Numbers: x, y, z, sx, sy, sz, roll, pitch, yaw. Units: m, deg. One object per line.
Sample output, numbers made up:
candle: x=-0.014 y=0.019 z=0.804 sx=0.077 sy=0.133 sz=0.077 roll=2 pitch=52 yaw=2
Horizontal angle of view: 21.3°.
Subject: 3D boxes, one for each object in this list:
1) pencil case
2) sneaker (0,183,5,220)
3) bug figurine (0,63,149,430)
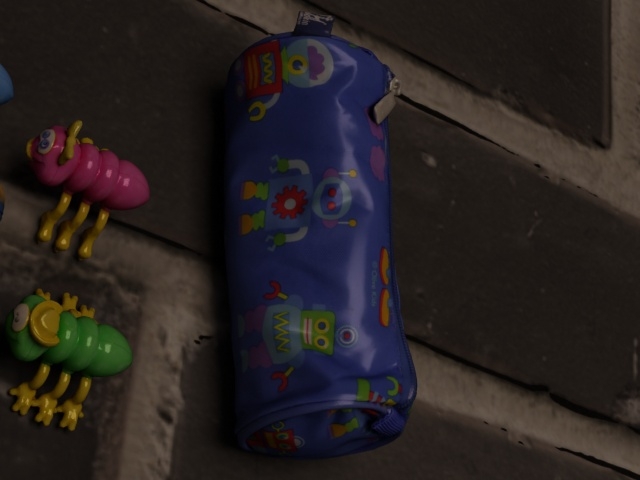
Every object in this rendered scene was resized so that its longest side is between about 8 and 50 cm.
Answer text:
pencil case: x=0.000 y=0.000 z=1.205 sx=0.119 sy=0.133 sz=0.306 roll=38 pitch=46 yaw=-62
sneaker: x=-0.313 y=-0.010 z=0.898 sx=0.296 sy=0.112 sz=0.131 roll=11 pitch=80 yaw=-31
bug figurine: x=-0.205 y=-0.009 z=1.069 sx=0.216 sy=0.072 sz=0.279 roll=21 pitch=60 yaw=-34
